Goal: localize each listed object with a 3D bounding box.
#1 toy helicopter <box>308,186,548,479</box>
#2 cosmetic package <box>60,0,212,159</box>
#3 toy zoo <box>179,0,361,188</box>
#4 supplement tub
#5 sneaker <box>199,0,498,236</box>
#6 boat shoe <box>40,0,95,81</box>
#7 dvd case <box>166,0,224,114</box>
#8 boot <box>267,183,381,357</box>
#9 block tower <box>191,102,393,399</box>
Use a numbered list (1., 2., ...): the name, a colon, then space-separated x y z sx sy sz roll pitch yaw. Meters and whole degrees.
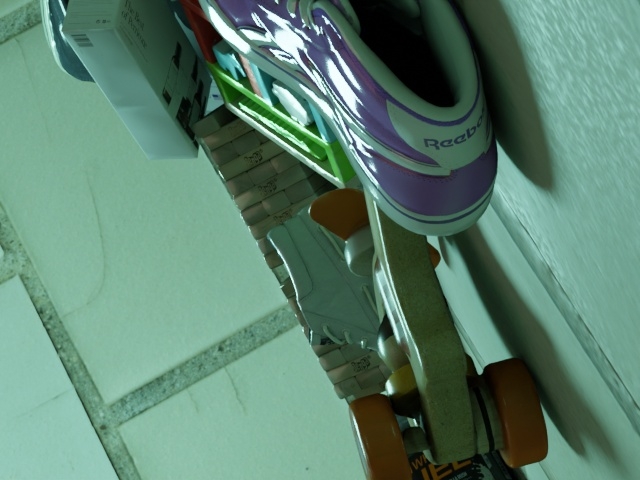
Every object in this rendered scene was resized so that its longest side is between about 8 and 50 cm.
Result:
1. toy helicopter: 0.064 0.010 1.453 0.235 0.140 0.355 -109 6 -54
2. cosmetic package: -0.173 -0.180 1.844 0.239 0.060 0.099 60 -147 -58
3. toy zoo: -0.061 -0.186 1.696 0.192 0.030 0.293 36 159 39
4. supplement tub: 0.130 0.240 1.933 0.190 0.117 0.117 59 175 23
5. sneaker: 0.010 -0.147 1.102 0.282 0.102 0.161 48 167 26
6. boat shoe: -0.294 -0.395 2.419 0.156 0.186 0.500 36 148 36
7. dvd case: -0.130 -0.213 1.927 0.239 0.179 0.030 67 -144 -49
8. boot: 0.046 0.076 1.831 0.258 0.123 0.095 62 176 -7
9. block tower: 0.000 0.000 1.921 0.335 0.097 0.091 61 -152 -7
